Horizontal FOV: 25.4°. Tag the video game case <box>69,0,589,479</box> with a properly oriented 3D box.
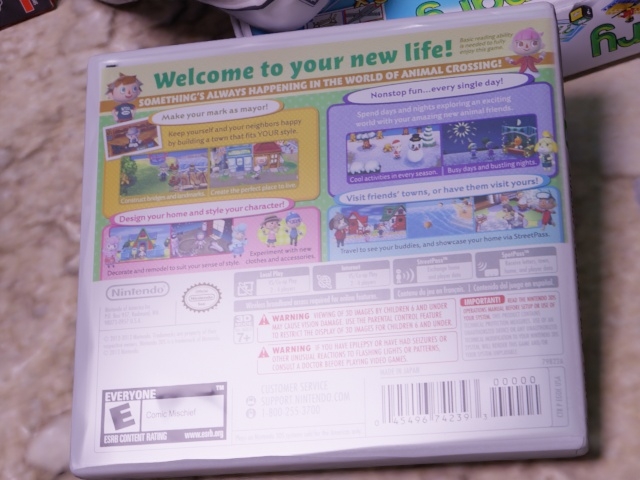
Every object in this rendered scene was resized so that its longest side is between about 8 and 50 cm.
[{"bbox_3d":[0.000,0.000,0.601,0.212,0.023,0.193,-5,71,12],"label":"video game case"}]

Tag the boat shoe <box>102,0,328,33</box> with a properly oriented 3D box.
[{"bbox_3d":[-0.092,-0.162,0.693,0.267,0.088,0.096,33,99,51],"label":"boat shoe"}]

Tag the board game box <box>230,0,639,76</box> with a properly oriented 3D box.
[{"bbox_3d":[0.099,-0.165,0.713,0.305,0.053,0.193,-18,52,2],"label":"board game box"}]

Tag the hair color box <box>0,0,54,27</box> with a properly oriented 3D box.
[{"bbox_3d":[-0.225,-0.138,0.769,0.141,0.072,0.043,-21,51,0],"label":"hair color box"}]
